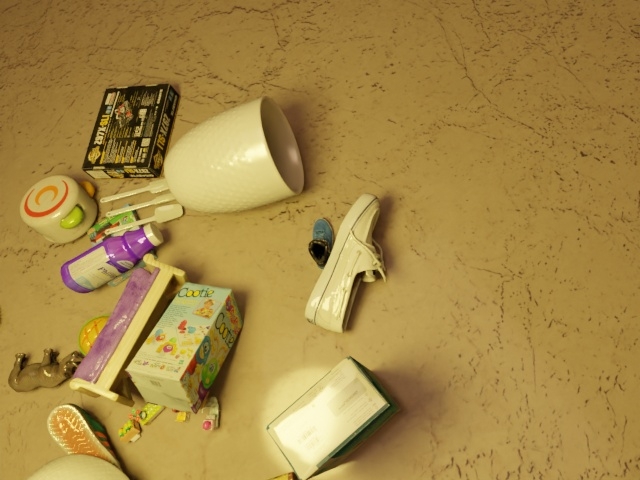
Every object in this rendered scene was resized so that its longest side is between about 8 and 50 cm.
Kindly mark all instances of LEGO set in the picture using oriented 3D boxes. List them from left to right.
[{"bbox_3d":[-0.404,0.429,1.214,0.286,0.107,0.132,-12,67,10],"label":"LEGO set"}]

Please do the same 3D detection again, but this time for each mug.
[{"bbox_3d":[-0.247,-0.243,1.366,0.327,0.276,0.374,-16,36,16],"label":"mug"}]

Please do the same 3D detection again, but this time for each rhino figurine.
[{"bbox_3d":[-0.774,0.366,1.355,0.243,0.073,0.107,-11,64,9],"label":"rhino figurine"}]

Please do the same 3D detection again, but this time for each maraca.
[{"bbox_3d":[-0.577,0.272,1.328,0.185,0.099,0.127,4,74,-3],"label":"maraca"}]

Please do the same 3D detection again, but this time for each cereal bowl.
[{"bbox_3d":[-0.581,0.679,1.086,0.338,0.141,0.339,0,91,8],"label":"cereal bowl"}]

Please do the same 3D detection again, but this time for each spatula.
[{"bbox_3d":[-0.554,-0.106,1.474,0.241,0.019,0.168,-17,64,-7],"label":"spatula"}]

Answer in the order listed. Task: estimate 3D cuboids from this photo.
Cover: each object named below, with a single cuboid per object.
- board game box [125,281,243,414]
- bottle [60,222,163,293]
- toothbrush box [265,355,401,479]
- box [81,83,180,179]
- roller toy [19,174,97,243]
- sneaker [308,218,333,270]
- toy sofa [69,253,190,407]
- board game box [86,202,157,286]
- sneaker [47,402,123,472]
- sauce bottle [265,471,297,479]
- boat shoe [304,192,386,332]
[{"bbox_3d":[-0.320,0.256,1.178,0.144,0.142,0.275,6,42,17],"label":"board game box"},{"bbox_3d":[-0.586,0.047,1.360,0.282,0.118,0.092,-29,67,1],"label":"bottle"},{"bbox_3d":[0.043,0.376,1.016,0.216,0.295,0.126,-40,66,-4],"label":"toothbrush box"},{"bbox_3d":[-0.626,-0.364,1.592,0.256,0.079,0.322,0,70,16],"label":"box"},{"bbox_3d":[-0.815,-0.096,1.501,0.191,0.146,0.210,-14,58,3],"label":"roller toy"},{"bbox_3d":[0.001,0.000,1.284,0.058,0.085,0.152,-7,68,12],"label":"sneaker"},{"bbox_3d":[-0.492,0.222,1.222,0.177,0.150,0.363,21,65,3],"label":"toy sofa"},{"bbox_3d":[-0.610,0.012,1.465,0.160,0.039,0.212,-34,66,0],"label":"board game box"},{"bbox_3d":[-0.581,0.549,1.227,0.108,0.121,0.302,-30,84,-14],"label":"sneaker"},{"bbox_3d":[-0.117,0.580,1.118,0.128,0.042,0.042,-20,66,5],"label":"sauce bottle"},{"bbox_3d":[0.103,0.064,1.207,0.156,0.136,0.367,22,80,21],"label":"boat shoe"}]
